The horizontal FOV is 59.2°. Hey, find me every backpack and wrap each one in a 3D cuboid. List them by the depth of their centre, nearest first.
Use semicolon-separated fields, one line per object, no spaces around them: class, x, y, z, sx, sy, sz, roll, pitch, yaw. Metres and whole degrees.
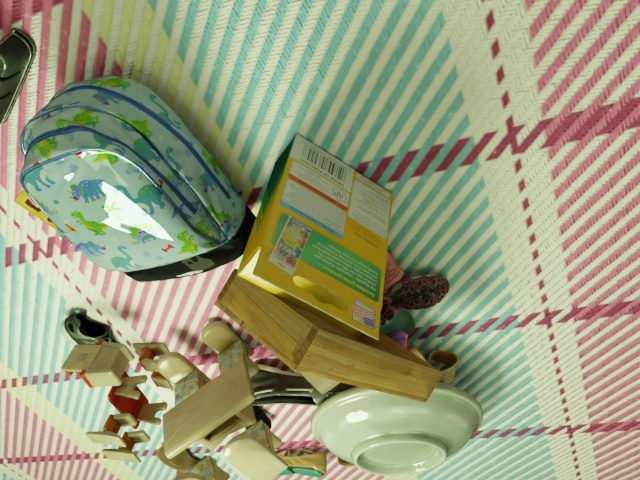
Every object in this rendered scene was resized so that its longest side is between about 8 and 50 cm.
backpack;-0.308;-0.091;0.923;0.290;0.273;0.355;-9;119;21

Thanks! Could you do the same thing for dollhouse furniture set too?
dollhouse furniture set;-0.186;0.277;1.165;0.394;0.362;0.256;-35;123;3
dollhouse furniture set;-0.480;0.352;1.344;0.135;0.262;0.259;-3;132;17

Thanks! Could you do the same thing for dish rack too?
dish rack;-0.614;-0.308;0.882;0.271;0.074;0.208;35;128;-19

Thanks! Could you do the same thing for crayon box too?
crayon box;0.000;0.000;0.872;0.203;0.323;0.083;30;131;-16

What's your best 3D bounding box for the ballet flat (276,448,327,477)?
ballet flat;-0.081;0.668;1.694;0.232;0.073;0.080;-7;135;26

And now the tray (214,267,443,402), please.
tray;0.031;0.175;0.963;0.203;0.076;0.411;30;-179;40

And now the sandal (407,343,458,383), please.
sandal;0.270;0.278;1.249;0.079;0.088;0.240;-39;137;4

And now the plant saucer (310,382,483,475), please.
plant saucer;0.178;0.456;1.295;0.400;0.100;0.400;-1;139;-1

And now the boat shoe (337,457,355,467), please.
boat shoe;0.153;0.563;1.535;0.095;0.095;0.257;29;131;-24

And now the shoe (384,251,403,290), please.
shoe;0.074;0.078;1.110;0.178;0.063;0.081;-31;116;28

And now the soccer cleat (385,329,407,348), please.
soccer cleat;0.115;0.255;1.230;0.095;0.083;0.248;12;152;-11

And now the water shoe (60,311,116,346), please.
water shoe;-0.547;0.256;1.396;0.080;0.073;0.203;-27;123;28

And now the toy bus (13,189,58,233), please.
toy bus;-0.465;-0.057;1.062;0.202;0.104;0.191;6;134;6

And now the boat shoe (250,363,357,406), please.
boat shoe;-0.035;0.370;1.344;0.335;0.095;0.112;1;147;26

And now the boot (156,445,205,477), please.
boot;-0.454;0.742;1.838;0.197;0.073;0.152;26;136;-10

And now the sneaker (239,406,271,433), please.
sneaker;-0.197;0.448;1.502;0.217;0.079;0.121;36;131;-20

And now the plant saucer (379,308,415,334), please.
plant saucer;0.145;0.171;1.214;0.119;0.021;0.119;6;134;6

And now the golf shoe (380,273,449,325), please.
golf shoe;0.163;0.106;1.123;0.186;0.086;0.067;-20;106;3
